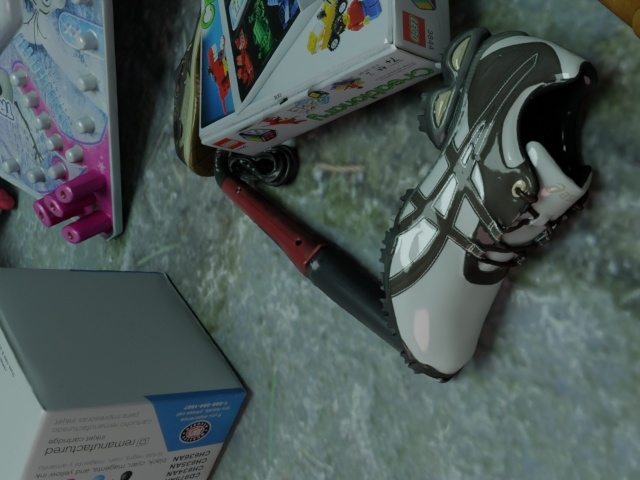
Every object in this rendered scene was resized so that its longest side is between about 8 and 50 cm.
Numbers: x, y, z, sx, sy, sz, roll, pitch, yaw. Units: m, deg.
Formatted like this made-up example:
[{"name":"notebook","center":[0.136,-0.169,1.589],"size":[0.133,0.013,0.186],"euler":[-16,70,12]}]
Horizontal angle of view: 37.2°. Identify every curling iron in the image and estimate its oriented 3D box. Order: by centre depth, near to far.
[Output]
[{"name":"curling iron","center":[0.000,0.000,0.645],"size":[0.274,0.035,0.068],"euler":[50,124,38]}]

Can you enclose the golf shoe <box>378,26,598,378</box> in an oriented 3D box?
[{"name":"golf shoe","center":[0.092,-0.014,0.510],"size":[0.094,0.077,0.198],"euler":[18,103,48]}]

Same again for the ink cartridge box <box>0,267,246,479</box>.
[{"name":"ink cartridge box","center":[-0.203,0.163,0.767],"size":[0.168,0.171,0.232],"euler":[47,123,40]}]

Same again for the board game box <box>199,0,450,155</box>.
[{"name":"board game box","center":[-0.007,-0.228,0.629],"size":[0.193,0.053,0.305],"euler":[-16,70,48]}]

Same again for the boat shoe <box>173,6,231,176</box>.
[{"name":"boat shoe","center":[-0.091,-0.128,0.741],"size":[0.049,0.056,0.152],"euler":[22,105,42]}]

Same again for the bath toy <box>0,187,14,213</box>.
[{"name":"bath toy","center":[-0.433,0.053,1.009],"size":[0.151,0.129,0.348],"euler":[86,-164,-54]}]

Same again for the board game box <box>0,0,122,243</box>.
[{"name":"board game box","center":[-0.333,-0.228,0.871],"size":[0.390,0.050,0.390],"euler":[27,128,31]}]

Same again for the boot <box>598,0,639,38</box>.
[{"name":"boot","center":[0.174,-0.087,0.414],"size":[0.211,0.104,0.295],"euler":[41,113,48]}]
